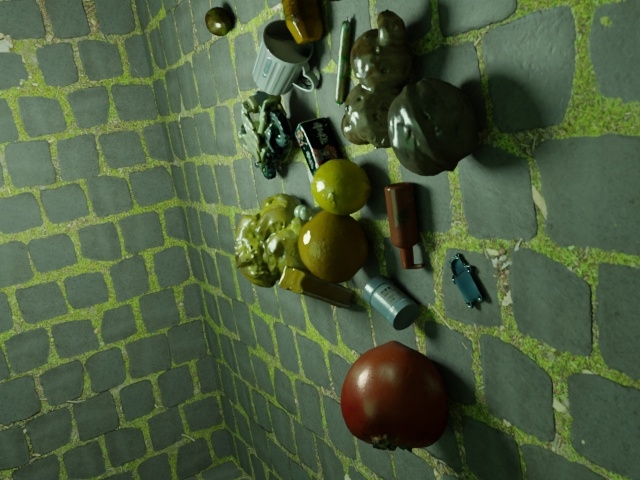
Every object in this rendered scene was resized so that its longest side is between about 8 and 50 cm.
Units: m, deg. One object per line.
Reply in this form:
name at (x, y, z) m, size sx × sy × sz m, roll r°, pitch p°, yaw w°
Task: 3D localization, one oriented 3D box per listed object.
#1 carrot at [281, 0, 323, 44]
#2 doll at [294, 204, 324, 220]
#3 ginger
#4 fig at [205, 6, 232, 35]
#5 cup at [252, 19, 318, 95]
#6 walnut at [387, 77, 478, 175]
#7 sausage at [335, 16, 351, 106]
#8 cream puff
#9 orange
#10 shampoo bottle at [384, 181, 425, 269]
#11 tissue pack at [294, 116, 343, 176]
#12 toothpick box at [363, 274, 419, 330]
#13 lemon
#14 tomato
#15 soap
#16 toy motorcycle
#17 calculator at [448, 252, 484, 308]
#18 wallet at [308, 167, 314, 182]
carrot at (-0.069, -0.755, 1.828) m, size 0.114 × 0.114 × 0.302 m, roll -6°, pitch 98°, yaw 62°
doll at (0.010, -0.008, 2.077) m, size 0.275 × 0.113 × 0.155 m, roll 68°, pitch 160°, yaw -3°
ginger at (0.145, -0.403, 1.557) m, size 0.256 × 0.176 × 0.376 m, roll -117°, pitch 26°, yaw -52°
fig at (-0.398, -0.866, 2.377) m, size 0.109 × 0.103 × 0.154 m, roll 63°, pitch 168°, yaw -29°
cup at (-0.122, -0.568, 1.963) m, size 0.221 × 0.166 × 0.202 m, roll 69°, pitch 155°, yaw 14°
walnut at (0.259, -0.260, 1.397) m, size 0.224 × 0.224 × 0.224 m, roll 36°, pitch 134°, yaw 49°
sausage at (0.066, -0.523, 1.778) m, size 0.033 × 0.032 × 0.269 m, roll 44°, pitch 140°, yaw 44°
cream puff at (-0.183, 0.021, 2.245) m, size 0.378 × 0.275 × 0.379 m, roll 22°, pitch 117°, yaw 54°
orange at (0.040, 0.018, 1.904) m, size 0.236 × 0.236 × 0.237 m, roll 36°, pitch 134°, yaw 49°
shampoo bottle at (0.234, -0.038, 1.674) m, size 0.085 × 0.085 × 0.245 m, roll 12°, pitch 116°, yaw 59°
tissue pack at (-0.004, -0.304, 1.949) m, size 0.170 × 0.103 × 0.090 m, roll 67°, pitch 158°, yaw 15°
toothpick box at (0.211, 0.186, 1.806) m, size 0.153 × 0.101 × 0.101 m, roll 43°, pitch 139°, yaw 42°
lemon at (0.066, -0.160, 1.820) m, size 0.206 × 0.173 × 0.174 m, roll 14°, pitch 117°, yaw 45°
tomato at (0.215, 0.452, 1.752) m, size 0.321 × 0.321 × 0.322 m, roll 36°, pitch 134°, yaw 49°
soap at (-0.031, 0.158, 2.069) m, size 0.160 × 0.257 × 0.080 m, roll 11°, pitch 80°, yaw 58°
toy motorcycle at (-0.195, -0.385, 2.179) m, size 0.237 × 0.168 × 0.410 m, roll 60°, pitch 159°, yaw 7°
calculator at (0.375, 0.103, 1.553) m, size 0.141 × 0.019 × 0.094 m, roll 66°, pitch 151°, yaw 18°
wallet at (-0.004, -0.231, 2.065) m, size 0.122 × 0.025 × 0.061 m, roll 1°, pitch 107°, yaw 62°
